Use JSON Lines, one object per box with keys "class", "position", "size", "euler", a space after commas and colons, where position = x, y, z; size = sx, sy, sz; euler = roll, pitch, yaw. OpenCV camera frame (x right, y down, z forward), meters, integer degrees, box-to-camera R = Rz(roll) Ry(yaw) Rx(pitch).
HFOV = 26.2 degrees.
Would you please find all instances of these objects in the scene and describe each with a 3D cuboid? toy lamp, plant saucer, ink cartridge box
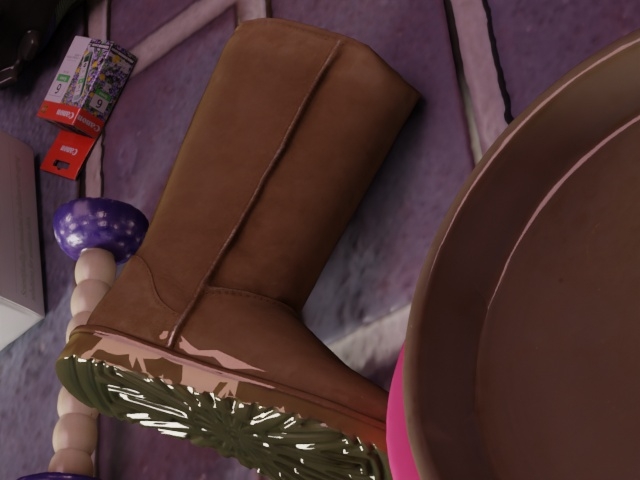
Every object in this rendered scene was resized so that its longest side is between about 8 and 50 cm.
{"class": "toy lamp", "position": [-0.165, 0.103, 0.930], "size": [0.080, 0.080, 0.274], "euler": [-25, 51, 34]}
{"class": "plant saucer", "position": [0.153, 0.025, 0.560], "size": [0.278, 0.041, 0.277], "euler": [-27, 46, 33]}
{"class": "ink cartridge box", "position": [-0.202, -0.111, 1.135], "size": [0.063, 0.029, 0.115], "euler": [17, 79, 48]}

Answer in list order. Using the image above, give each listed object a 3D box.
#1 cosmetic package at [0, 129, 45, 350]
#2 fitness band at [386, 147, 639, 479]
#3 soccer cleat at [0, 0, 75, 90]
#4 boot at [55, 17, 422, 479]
{"class": "cosmetic package", "position": [-0.407, 0.056, 1.144], "size": [0.365, 0.155, 0.197], "euler": [-34, 47, 26]}
{"class": "fitness band", "position": [0.154, 0.053, 0.608], "size": [0.291, 0.054, 0.209], "euler": [-25, 51, 32]}
{"class": "soccer cleat", "position": [-0.230, -0.257, 1.206], "size": [0.289, 0.093, 0.121], "euler": [-43, 36, 17]}
{"class": "boot", "position": [0.000, 0.000, 0.803], "size": [0.236, 0.089, 0.269], "euler": [20, 58, 11]}
